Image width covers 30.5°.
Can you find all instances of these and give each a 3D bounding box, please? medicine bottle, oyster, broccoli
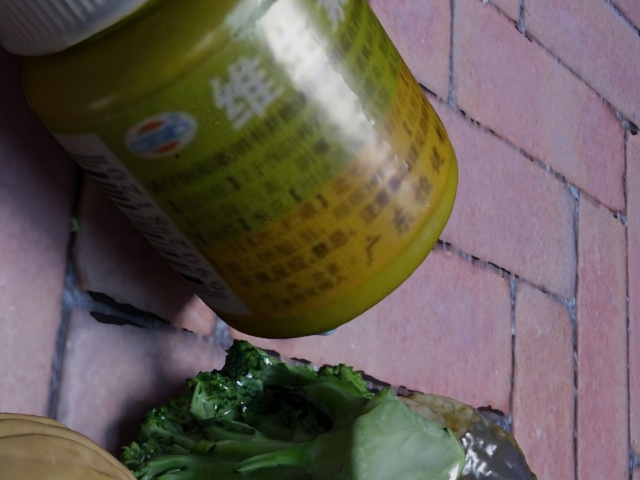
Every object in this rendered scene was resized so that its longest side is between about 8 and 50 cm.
[{"bbox_3d":[-0.083,-0.130,0.779,0.384,0.224,0.224,51,45,-33],"label":"medicine bottle"},{"bbox_3d":[0.166,0.266,1.132,0.341,0.110,0.166,57,35,-11],"label":"oyster"},{"bbox_3d":[-0.007,0.186,0.799,0.261,0.241,0.269,36,50,-5],"label":"broccoli"}]

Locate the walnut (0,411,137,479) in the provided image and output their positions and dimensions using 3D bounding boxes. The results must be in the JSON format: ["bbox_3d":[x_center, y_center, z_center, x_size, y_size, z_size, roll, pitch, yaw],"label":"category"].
[{"bbox_3d":[-0.167,0.212,0.607,0.261,0.225,0.225,62,40,-32],"label":"walnut"}]

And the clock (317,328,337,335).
[{"bbox_3d":[0.001,0.000,0.996,0.147,0.045,0.108,-73,159,-46],"label":"clock"}]
